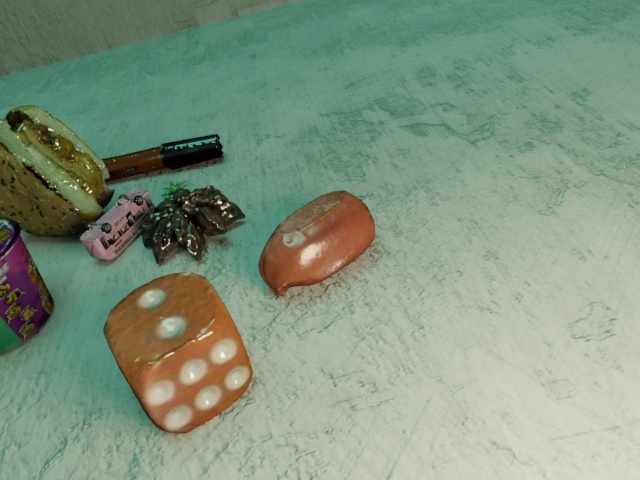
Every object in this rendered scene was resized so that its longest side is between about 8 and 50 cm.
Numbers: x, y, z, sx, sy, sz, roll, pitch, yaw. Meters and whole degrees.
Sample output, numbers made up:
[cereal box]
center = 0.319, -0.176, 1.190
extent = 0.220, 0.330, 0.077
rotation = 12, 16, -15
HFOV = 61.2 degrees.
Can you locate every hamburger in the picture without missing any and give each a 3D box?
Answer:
[hamburger]
center = -0.685, -0.149, 1.328
extent = 0.276, 0.318, 0.195
rotation = -30, 26, 37

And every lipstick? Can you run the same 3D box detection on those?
[lipstick]
center = -0.479, -0.227, 1.532
extent = 0.418, 0.077, 0.077
rotation = -11, 36, 8

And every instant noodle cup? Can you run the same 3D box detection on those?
[instant noodle cup]
center = -0.669, 0.101, 1.069
extent = 0.251, 0.190, 0.251
rotation = -10, 36, 7

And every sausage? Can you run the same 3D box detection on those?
[sausage]
center = 0.000, 0.000, 1.022
extent = 0.254, 0.148, 0.148
rotation = -33, 40, -27

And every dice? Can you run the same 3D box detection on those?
[dice]
center = -0.218, 0.170, 0.839
extent = 0.174, 0.174, 0.179
rotation = -26, 37, -18

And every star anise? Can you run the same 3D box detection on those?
[star anise]
center = -0.297, -0.056, 1.224
extent = 0.235, 0.109, 0.223
rotation = -4, 33, 17

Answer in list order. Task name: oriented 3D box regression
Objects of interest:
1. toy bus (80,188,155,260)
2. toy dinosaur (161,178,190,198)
[toy bus]
center = -0.469, -0.039, 1.269
extent = 0.063, 0.090, 0.203
rotation = 6, 42, 25
[toy dinosaur]
center = -0.382, -0.136, 1.425
extent = 0.083, 0.021, 0.062
rotation = -19, 43, 1
